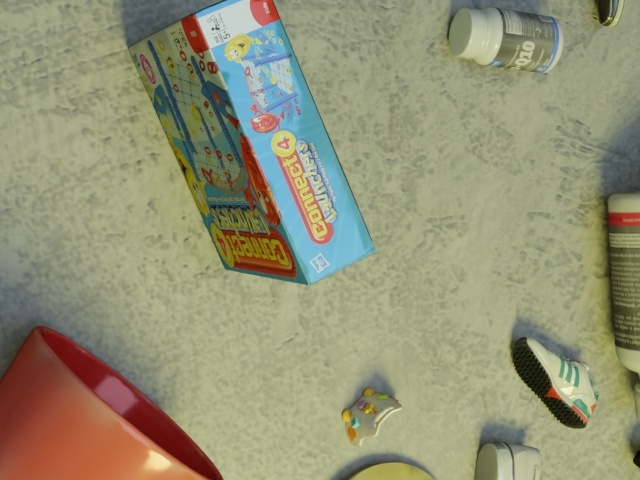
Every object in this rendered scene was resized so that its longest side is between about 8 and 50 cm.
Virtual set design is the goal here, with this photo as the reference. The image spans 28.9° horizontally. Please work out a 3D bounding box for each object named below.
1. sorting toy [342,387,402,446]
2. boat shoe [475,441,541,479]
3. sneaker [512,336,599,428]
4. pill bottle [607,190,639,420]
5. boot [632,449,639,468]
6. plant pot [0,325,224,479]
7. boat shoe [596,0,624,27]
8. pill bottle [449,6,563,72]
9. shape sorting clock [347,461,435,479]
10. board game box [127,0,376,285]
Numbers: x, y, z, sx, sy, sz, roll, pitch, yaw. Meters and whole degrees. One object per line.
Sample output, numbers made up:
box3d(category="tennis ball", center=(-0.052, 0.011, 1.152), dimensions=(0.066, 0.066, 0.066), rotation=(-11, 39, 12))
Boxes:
box3d(category="sorting toy", center=(0.072, 0.226, 1.598), dimensions=(0.083, 0.075, 0.045), rotation=(-44, 107, -16))
box3d(category="boat shoe", center=(0.255, 0.407, 1.674), dimensions=(0.088, 0.096, 0.267), rotation=(5, 82, -18))
box3d(category="sneaker", center=(0.329, 0.183, 1.720), dimensions=(0.161, 0.057, 0.075), rotation=(51, 57, -14))
box3d(category="pill bottle", center=(0.493, 0.087, 1.711), dimensions=(0.176, 0.176, 0.318), rotation=(-5, 93, -22))
box3d(category="boot", center=(0.580, 0.282, 1.795), dimensions=(0.246, 0.094, 0.207), rotation=(31, 84, -27))
box3d(category="plant pot", center=(-0.286, 0.271, 1.371), dimensions=(0.275, 0.275, 0.243), rotation=(42, 87, -18))
box3d(category="boat shoe", center=(0.390, -0.371, 1.724), dimensions=(0.049, 0.056, 0.152), rotation=(3, 81, -17))
box3d(category="pill bottle", center=(0.246, -0.268, 1.651), dimensions=(0.137, 0.078, 0.078), rotation=(4, 90, -22))
box3d(category="shape sorting clock", center=(0.088, 0.394, 1.628), dimensions=(0.206, 0.040, 0.206), rotation=(1, 88, -23))
box3d(category="board game box", center=(-0.087, -0.111, 1.398), dimensions=(0.086, 0.308, 0.301), rotation=(-26, 100, -18))
